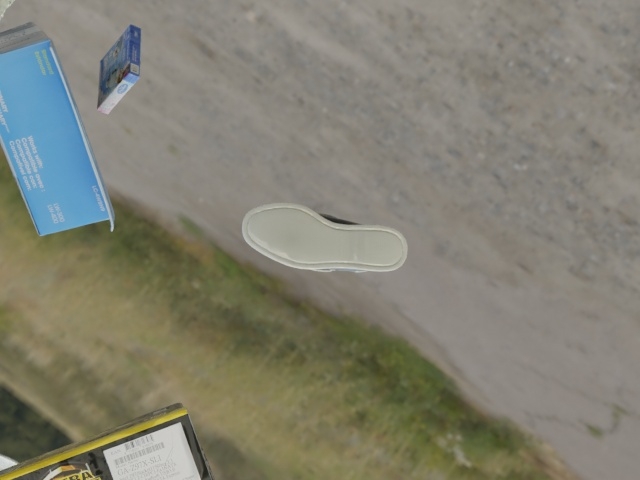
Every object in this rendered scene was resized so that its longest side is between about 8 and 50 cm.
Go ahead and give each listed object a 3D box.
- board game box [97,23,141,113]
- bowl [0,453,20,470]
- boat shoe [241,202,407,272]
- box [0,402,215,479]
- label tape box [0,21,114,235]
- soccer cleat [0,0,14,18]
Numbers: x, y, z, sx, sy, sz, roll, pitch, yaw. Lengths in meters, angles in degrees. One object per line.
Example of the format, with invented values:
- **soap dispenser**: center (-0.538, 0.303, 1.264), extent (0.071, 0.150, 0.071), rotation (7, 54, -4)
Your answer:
- **board game box**: center (-0.274, -0.233, 1.712), extent (0.020, 0.090, 0.090), rotation (19, 139, -30)
- **bowl**: center (-0.491, 0.420, 1.636), extent (0.134, 0.298, 0.298), rotation (-8, 137, 42)
- **boat shoe**: center (0.000, 0.000, 0.916), extent (0.125, 0.046, 0.038), rotation (5, 174, -18)
- **box**: center (-0.228, 0.223, 1.116), extent (0.322, 0.257, 0.079), rotation (134, 114, -81)
- **label tape box**: center (-0.380, -0.148, 1.698), extent (0.347, 0.115, 0.249), rotation (-136, 27, -69)
- **soccer cleat**: center (-0.552, -0.380, 2.095), extent (0.076, 0.196, 0.068), rotation (34, 141, 12)
